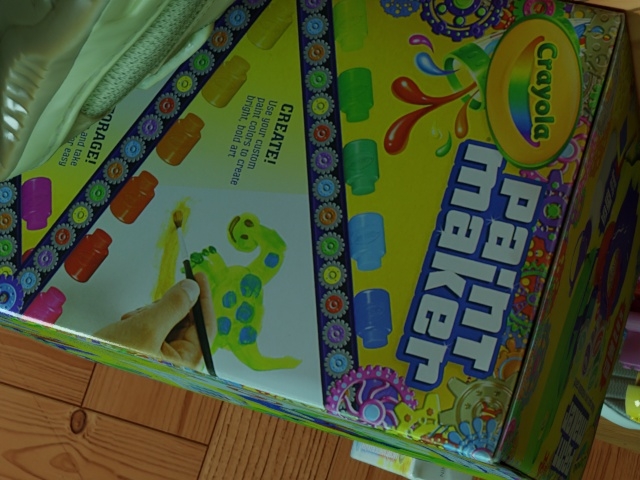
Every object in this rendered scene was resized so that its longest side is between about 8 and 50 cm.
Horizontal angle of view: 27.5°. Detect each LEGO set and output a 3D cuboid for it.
[{"bbox_3d":[0.259,0.091,0.974,0.227,0.093,0.087,25,169,-41],"label":"LEGO set"}]

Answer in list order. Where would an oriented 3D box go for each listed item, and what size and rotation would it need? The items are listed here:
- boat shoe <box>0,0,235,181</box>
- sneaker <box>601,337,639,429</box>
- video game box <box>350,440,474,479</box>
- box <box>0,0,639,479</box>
[{"bbox_3d":[-0.071,-0.093,0.405,0.098,0.109,0.302,-25,-177,-25],"label":"boat shoe"},{"bbox_3d":[0.284,0.126,1.148,0.258,0.094,0.091,22,166,-33],"label":"sneaker"},{"bbox_3d":[0.080,0.069,0.888,0.048,0.187,0.205,19,172,-6],"label":"video game box"},{"bbox_3d":[0.000,0.000,0.638,0.279,0.177,0.290,15,171,19],"label":"box"}]
